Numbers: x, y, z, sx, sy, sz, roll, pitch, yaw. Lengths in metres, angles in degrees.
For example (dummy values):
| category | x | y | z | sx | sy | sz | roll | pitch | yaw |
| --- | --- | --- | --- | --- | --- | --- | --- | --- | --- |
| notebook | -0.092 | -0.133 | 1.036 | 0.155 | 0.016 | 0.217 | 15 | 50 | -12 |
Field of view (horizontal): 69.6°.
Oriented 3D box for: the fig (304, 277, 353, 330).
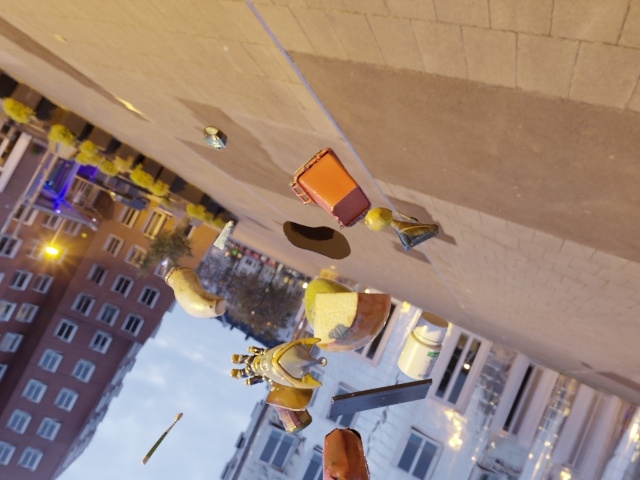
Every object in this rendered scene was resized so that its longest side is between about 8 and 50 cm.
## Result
| category | x | y | z | sx | sy | sz | roll | pitch | yaw |
| --- | --- | --- | --- | --- | --- | --- | --- | --- | --- |
| fig | 0.048 | 0.306 | 2.158 | 0.258 | 0.258 | 0.326 | 30 | -164 | -44 |

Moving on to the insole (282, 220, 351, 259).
| category | x | y | z | sx | sy | sz | roll | pitch | yaw |
| --- | --- | --- | --- | --- | --- | --- | --- | --- | --- |
| insole | 0.000 | 0.000 | 1.301 | 0.327 | 0.007 | 0.111 | 12 | -128 | -55 |

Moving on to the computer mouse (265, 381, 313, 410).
| category | x | y | z | sx | sy | sz | roll | pitch | yaw |
| --- | --- | --- | --- | --- | --- | --- | --- | --- | --- |
| computer mouse | -0.133 | 0.622 | 1.871 | 0.245 | 0.126 | 0.056 | -6 | 134 | 45 |

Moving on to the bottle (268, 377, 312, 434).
| category | x | y | z | sx | sy | sz | roll | pitch | yaw |
| --- | --- | --- | --- | --- | --- | --- | --- | --- | --- |
| bottle | -0.149 | 0.718 | 2.074 | 0.156 | 0.143 | 0.271 | -33 | 83 | 46 |

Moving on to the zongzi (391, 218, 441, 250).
| category | x | y | z | sx | sy | sz | roll | pitch | yaw |
| --- | --- | --- | --- | --- | --- | --- | --- | --- | --- |
| zongzi | 0.420 | -0.066 | 2.057 | 0.084 | 0.187 | 0.184 | 79 | 165 | -59 |

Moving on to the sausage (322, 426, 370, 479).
| category | x | y | z | sx | sy | sz | roll | pitch | yaw |
| --- | --- | --- | --- | --- | --- | --- | --- | --- | --- |
| sausage | 0.081 | 0.726 | 1.494 | 0.152 | 0.152 | 0.280 | 26 | -163 | -11 |

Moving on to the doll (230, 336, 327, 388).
| category | x | y | z | sx | sy | sz | roll | pitch | yaw |
| --- | --- | --- | --- | --- | --- | --- | --- | --- | --- |
| doll | -0.133 | 0.391 | 1.477 | 0.316 | 0.146 | 0.103 | -8 | 129 | 14 |

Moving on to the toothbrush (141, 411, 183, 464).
| category | x | y | z | sx | sy | sz | roll | pitch | yaw |
| --- | --- | --- | --- | --- | --- | --- | --- | --- | --- |
| toothbrush | -0.552 | 0.688 | 1.613 | 0.024 | 0.018 | 0.257 | -15 | -166 | 16 |

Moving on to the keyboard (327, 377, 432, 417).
| category | x | y | z | sx | sy | sz | roll | pitch | yaw |
| --- | --- | --- | --- | --- | --- | --- | --- | --- | --- |
| keyboard | 0.173 | 0.447 | 1.314 | 0.309 | 0.101 | 0.018 | -5 | -139 | -16 |

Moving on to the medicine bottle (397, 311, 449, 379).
| category | x | y | z | sx | sy | sz | roll | pitch | yaw |
| --- | --- | --- | --- | --- | --- | --- | --- | --- | --- |
| medicine bottle | 0.402 | 0.408 | 1.794 | 0.139 | 0.237 | 0.139 | 17 | -165 | -5 |

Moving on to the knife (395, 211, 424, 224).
| category | x | y | z | sx | sy | sz | roll | pitch | yaw |
| --- | --- | --- | --- | --- | --- | --- | --- | --- | --- |
| knife | 0.453 | -0.090 | 2.173 | 0.222 | 0.021 | 0.045 | 27 | 169 | 29 |

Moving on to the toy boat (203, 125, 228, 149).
| category | x | y | z | sx | sy | sz | roll | pitch | yaw |
| --- | --- | --- | --- | --- | --- | --- | --- | --- | --- |
| toy boat | -0.313 | -0.304 | 1.382 | 0.137 | 0.060 | 0.061 | 31 | 155 | 54 |

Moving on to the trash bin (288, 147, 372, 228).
| category | x | y | z | sx | sy | sz | roll | pitch | yaw |
| --- | --- | --- | --- | --- | --- | --- | --- | --- | --- |
| trash bin | 0.032 | -0.153 | 1.453 | 0.161 | 0.184 | 0.239 | 48 | -176 | -46 |

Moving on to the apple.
| category | x | y | z | sx | sy | sz | roll | pitch | yaw |
| --- | --- | --- | --- | --- | --- | --- | --- | --- | --- |
| apple | 0.131 | 0.285 | 1.776 | 0.309 | 0.314 | 0.252 | 15 | -153 | -47 |

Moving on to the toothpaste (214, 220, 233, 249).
| category | x | y | z | sx | sy | sz | roll | pitch | yaw |
| --- | --- | --- | --- | --- | --- | --- | --- | --- | --- |
| toothpaste | -0.400 | -0.022 | 1.926 | 0.048 | 0.029 | 0.197 | 33 | 136 | -6 |

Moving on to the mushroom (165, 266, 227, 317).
| category | x | y | z | sx | sy | sz | roll | pitch | yaw |
| --- | --- | --- | --- | --- | --- | --- | --- | --- | --- |
| mushroom | -0.449 | 0.184 | 1.626 | 0.351 | 0.122 | 0.095 | 27 | 143 | 47 |

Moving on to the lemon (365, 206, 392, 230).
| category | x | y | z | sx | sy | sz | roll | pitch | yaw |
| --- | --- | --- | --- | --- | --- | --- | --- | --- | --- |
| lemon | 0.202 | -0.075 | 1.619 | 0.082 | 0.110 | 0.082 | 53 | 155 | 38 |
